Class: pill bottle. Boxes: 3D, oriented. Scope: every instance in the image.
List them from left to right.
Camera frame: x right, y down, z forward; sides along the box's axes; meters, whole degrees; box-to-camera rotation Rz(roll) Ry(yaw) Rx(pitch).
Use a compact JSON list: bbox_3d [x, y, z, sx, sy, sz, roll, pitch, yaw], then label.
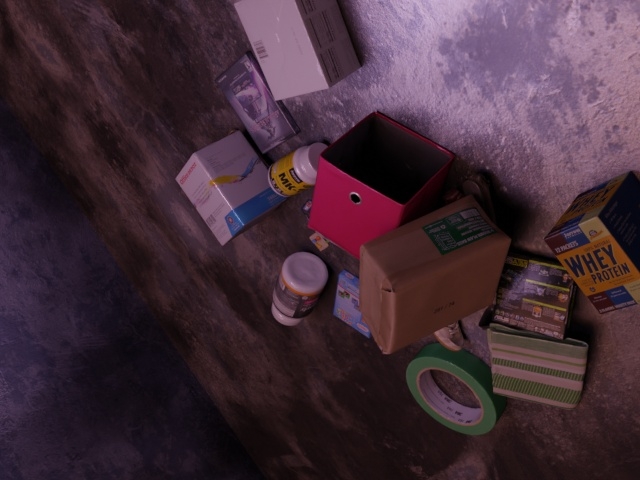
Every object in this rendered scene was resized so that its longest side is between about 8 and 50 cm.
[{"bbox_3d":[-0.081,0.177,2.229,0.162,0.162,0.278,40,143,13],"label":"pill bottle"},{"bbox_3d":[-0.056,-0.211,1.889,0.208,0.119,0.119,-20,106,52],"label":"pill bottle"}]

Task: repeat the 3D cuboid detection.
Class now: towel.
[{"bbox_3d":[0.578,0.345,1.711,0.248,0.038,0.325,9,140,25],"label":"towel"}]

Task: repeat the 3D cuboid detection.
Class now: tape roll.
[{"bbox_3d":[0.429,0.476,2.038,0.321,0.077,0.321,28,139,27],"label":"tape roll"}]

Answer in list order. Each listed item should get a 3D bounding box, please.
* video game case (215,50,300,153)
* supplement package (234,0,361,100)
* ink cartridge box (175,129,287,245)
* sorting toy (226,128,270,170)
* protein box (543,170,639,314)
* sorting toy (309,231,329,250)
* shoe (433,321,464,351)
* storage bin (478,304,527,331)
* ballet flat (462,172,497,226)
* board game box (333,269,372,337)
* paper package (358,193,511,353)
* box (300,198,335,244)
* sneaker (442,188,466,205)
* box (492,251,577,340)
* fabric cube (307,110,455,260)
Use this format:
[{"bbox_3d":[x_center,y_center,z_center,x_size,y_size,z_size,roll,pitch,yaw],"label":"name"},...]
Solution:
[{"bbox_3d":[-0.194,-0.411,1.934,0.196,0.026,0.274,-19,107,52],"label":"video game case"},{"bbox_3d":[-0.056,-0.512,1.595,0.204,0.145,0.262,1,122,45],"label":"supplement package"},{"bbox_3d":[-0.287,-0.167,2.032,0.270,0.197,0.198,55,145,-1],"label":"ink cartridge box"},{"bbox_3d":[-0.269,-0.211,2.175,0.229,0.041,0.307,46,144,5],"label":"sorting toy"},{"bbox_3d":[0.611,0.004,1.319,0.201,0.200,0.136,52,144,-3],"label":"protein box"},{"bbox_3d":[0.000,0.000,2.109,0.062,0.012,0.083,52,144,-3],"label":"sorting toy"},{"bbox_3d":[0.362,0.237,1.892,0.219,0.076,0.058,54,149,-4],"label":"shoe"},{"bbox_3d":[0.513,0.233,1.726,0.091,0.098,0.135,47,145,-15],"label":"storage bin"},{"bbox_3d":[0.411,-0.061,1.599,0.084,0.058,0.250,18,138,47],"label":"ballet flat"},{"bbox_3d":[0.123,0.217,2.154,0.160,0.039,0.211,32,140,23],"label":"board game box"},{"bbox_3d":[0.266,0.088,1.558,0.168,0.325,0.309,58,164,34],"label":"paper package"},{"bbox_3d":[0.061,-0.025,1.928,0.233,0.044,0.159,30,165,32],"label":"box"},{"bbox_3d":[0.335,-0.088,1.656,0.067,0.042,0.118,42,136,3],"label":"sneaker"},{"bbox_3d":[0.533,0.135,1.588,0.190,0.045,0.184,13,101,39],"label":"box"},{"bbox_3d":[0.148,-0.124,1.637,0.254,0.259,0.258,34,142,19],"label":"fabric cube"}]
